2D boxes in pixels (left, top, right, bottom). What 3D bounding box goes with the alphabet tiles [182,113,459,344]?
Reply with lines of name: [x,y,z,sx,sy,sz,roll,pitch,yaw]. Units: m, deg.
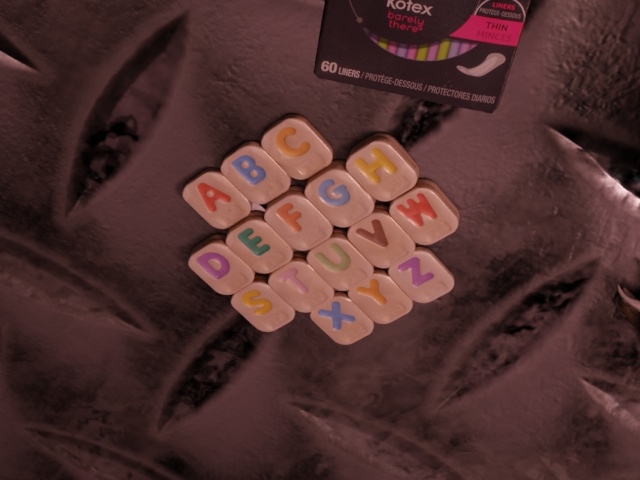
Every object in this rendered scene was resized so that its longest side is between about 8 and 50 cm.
alphabet tiles: [0.000,0.000,1.225,0.284,0.021,0.278,-30,118,28]

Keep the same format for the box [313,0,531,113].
box: [0.099,-0.264,0.926,0.165,0.143,0.270,10,128,-1]

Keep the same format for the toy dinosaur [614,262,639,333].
toy dinosaur: [0.466,0.128,1.198,0.313,0.121,0.160,4,142,10]
